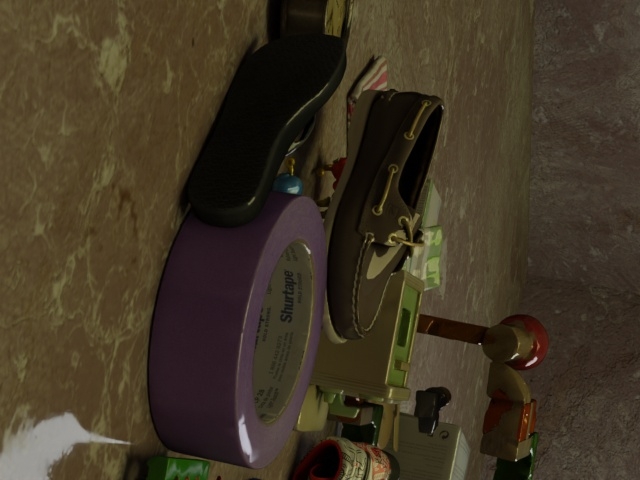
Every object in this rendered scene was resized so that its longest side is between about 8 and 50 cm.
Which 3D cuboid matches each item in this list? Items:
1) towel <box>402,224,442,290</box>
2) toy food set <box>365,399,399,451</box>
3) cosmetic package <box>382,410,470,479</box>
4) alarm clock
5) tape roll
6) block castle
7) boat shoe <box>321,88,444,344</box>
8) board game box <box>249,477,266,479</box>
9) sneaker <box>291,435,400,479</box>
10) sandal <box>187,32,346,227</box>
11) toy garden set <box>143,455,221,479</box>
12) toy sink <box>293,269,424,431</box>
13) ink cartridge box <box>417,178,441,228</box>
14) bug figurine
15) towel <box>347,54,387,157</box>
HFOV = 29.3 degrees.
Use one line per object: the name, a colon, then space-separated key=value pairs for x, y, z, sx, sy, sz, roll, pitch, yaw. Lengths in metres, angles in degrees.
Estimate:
towel: x=0.144 y=0.039 z=1.975 sx=0.152 sy=0.023 sz=0.113 roll=-13 pitch=112 yaw=-42
toy food set: x=0.088 y=0.300 z=2.053 sx=0.192 sy=0.038 sz=0.132 roll=21 pitch=72 yaw=-69
cosmetic package: x=0.154 y=0.523 z=2.186 sx=0.217 sy=0.156 sz=0.385 roll=63 pitch=40 yaw=-65
alarm clock: x=-0.009 y=-0.230 z=1.313 sx=0.129 sy=0.064 sz=0.192 roll=68 pitch=30 yaw=-67
tape roll: x=-0.075 y=0.084 z=1.221 sx=0.275 sy=0.090 sz=0.275 roll=9 pitch=90 yaw=-75
block castle: x=0.165 y=0.314 z=1.831 sx=0.213 sy=0.303 sz=0.453 roll=12 pitch=87 yaw=-69
boat shoe: x=0.073 y=-0.033 z=1.414 sx=0.116 sy=0.097 sz=0.324 roll=57 pitch=41 yaw=-55
board game box: x=0.004 y=0.475 z=1.460 sx=0.078 sy=0.233 sz=0.347 roll=-44 pitch=140 yaw=-65
sneaker: x=-0.006 y=0.394 z=1.681 sx=0.145 sy=0.090 sz=0.270 roll=30 pitch=89 yaw=-45
sandal: x=-0.054 y=-0.110 z=1.193 sx=0.254 sy=0.097 sz=0.054 roll=-59 pitch=154 yaw=-30
toy garden set: x=-0.152 y=0.328 z=1.166 sx=0.204 sy=0.049 sz=0.244 roll=38 pitch=62 yaw=-71
toy sink: x=0.056 y=0.153 z=1.651 sx=0.153 sy=0.131 sz=0.234 roll=32 pitch=69 yaw=-73
ink cartridge box: x=0.172 y=0.004 z=2.139 sx=0.235 sy=0.056 sz=0.171 roll=48 pitch=52 yaw=-68
bug figurine: x=0.000 y=0.000 z=1.467 sx=0.279 sy=0.072 sz=0.216 roll=-21 pitch=113 yaw=-67
towel: x=0.071 y=-0.147 z=1.727 sx=0.144 sy=0.029 sz=0.197 roll=-61 pitch=155 yaw=-53
